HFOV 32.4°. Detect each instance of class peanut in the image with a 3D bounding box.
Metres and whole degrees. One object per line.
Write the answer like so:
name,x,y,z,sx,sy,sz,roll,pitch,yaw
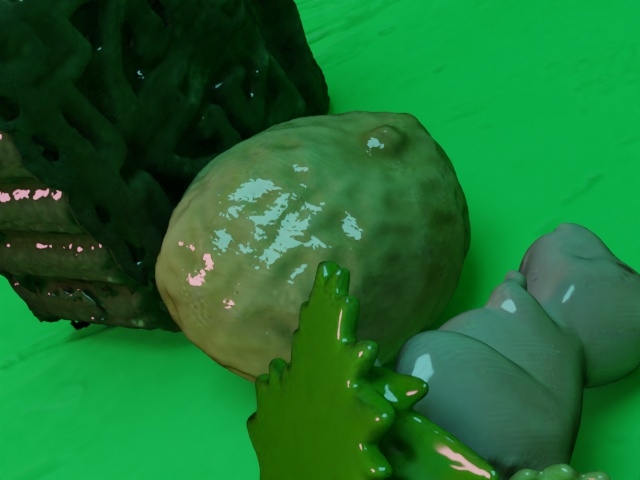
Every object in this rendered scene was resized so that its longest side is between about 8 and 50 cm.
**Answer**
peanut,0.000,0.000,0.552,0.140,0.109,0.159,38,74,11

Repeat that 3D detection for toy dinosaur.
toy dinosaur,0.068,0.082,0.441,0.177,0.152,0.194,2,43,-21

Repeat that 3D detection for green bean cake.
green bean cake,-0.112,-0.099,0.634,0.132,0.241,0.255,2,48,37
